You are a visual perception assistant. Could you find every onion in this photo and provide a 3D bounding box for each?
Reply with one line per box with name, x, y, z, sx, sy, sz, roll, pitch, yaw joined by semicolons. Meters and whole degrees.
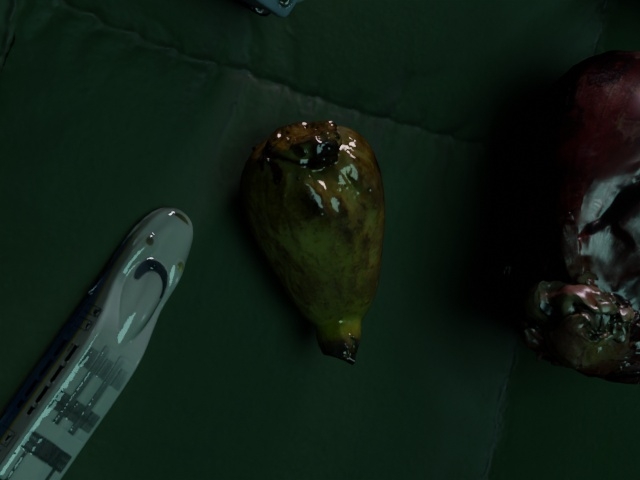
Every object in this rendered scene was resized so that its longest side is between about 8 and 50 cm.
onion;0.251;-0.017;1.212;0.281;0.221;0.281;-9;101;-51

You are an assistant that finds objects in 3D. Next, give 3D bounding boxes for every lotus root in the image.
lotus root;0.000;0.000;1.142;0.108;0.094;0.190;-12;113;-5

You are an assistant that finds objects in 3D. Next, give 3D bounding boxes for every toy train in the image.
toy train;-0.158;0.076;1.077;0.052;0.051;0.234;42;76;-32

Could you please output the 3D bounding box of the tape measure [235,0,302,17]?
tape measure;-0.051;-0.262;1.065;0.182;0.107;0.181;19;93;-28
